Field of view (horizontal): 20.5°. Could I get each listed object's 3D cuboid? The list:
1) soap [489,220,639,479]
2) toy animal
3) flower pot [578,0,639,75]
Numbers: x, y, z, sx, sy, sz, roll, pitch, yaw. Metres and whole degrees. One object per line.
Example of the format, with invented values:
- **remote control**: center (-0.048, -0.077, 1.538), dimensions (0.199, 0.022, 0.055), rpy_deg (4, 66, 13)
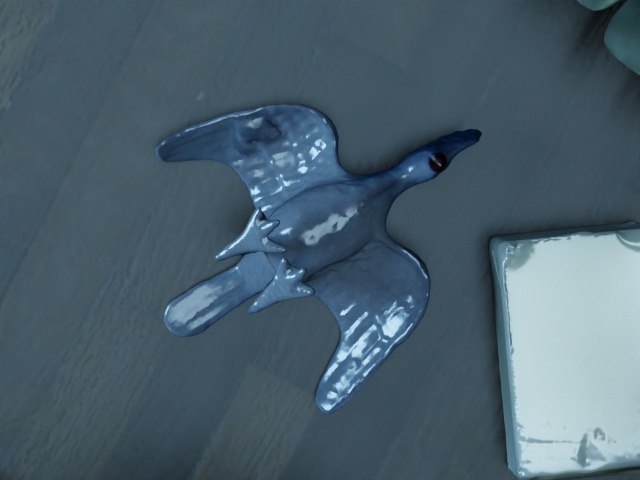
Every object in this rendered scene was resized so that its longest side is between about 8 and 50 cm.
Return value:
- **soap**: center (0.195, 0.082, 1.315), dimensions (0.121, 0.064, 0.183), rpy_deg (-5, 95, -1)
- **toy animal**: center (0.000, 0.000, 1.295), dimensions (0.255, 0.176, 0.239), rpy_deg (-27, 93, 34)
- **flower pot**: center (0.352, -0.182, 1.226), dimensions (0.367, 0.164, 0.254), rpy_deg (18, 106, -13)
